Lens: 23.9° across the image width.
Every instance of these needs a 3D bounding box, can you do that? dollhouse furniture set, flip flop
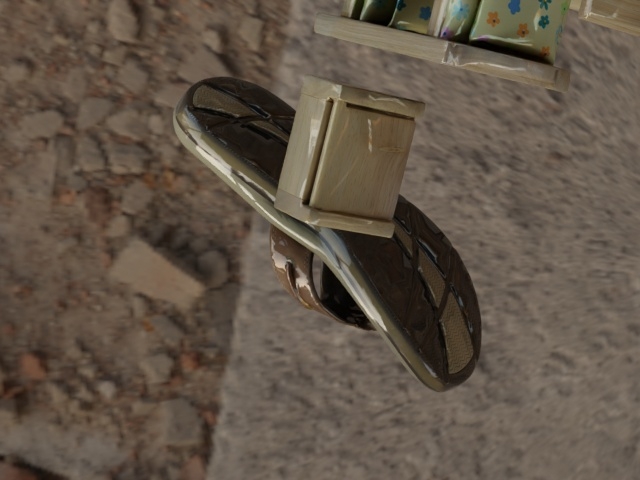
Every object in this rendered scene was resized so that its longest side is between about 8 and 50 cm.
[{"bbox_3d":[0.093,-0.078,0.589,0.101,0.161,0.182,25,104,56],"label":"dollhouse furniture set"},{"bbox_3d":[0.000,0.000,1.041,0.277,0.112,0.080,41,126,8],"label":"flip flop"}]
